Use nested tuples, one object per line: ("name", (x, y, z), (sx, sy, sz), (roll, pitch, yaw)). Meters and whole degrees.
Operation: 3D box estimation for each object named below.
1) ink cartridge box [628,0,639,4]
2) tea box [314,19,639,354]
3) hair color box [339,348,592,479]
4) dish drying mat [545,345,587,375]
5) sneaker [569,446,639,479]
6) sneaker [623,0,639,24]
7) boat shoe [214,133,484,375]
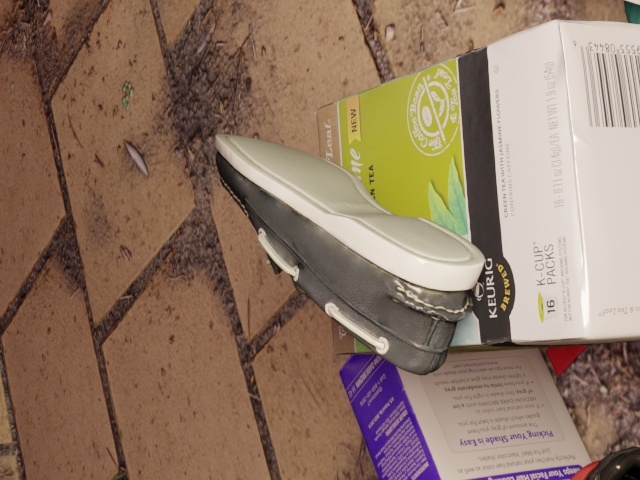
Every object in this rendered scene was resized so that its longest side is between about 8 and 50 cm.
("ink cartridge box", (0.281, -0.242, 1.120), (0.046, 0.207, 0.097), (-53, -20, -64))
("tea box", (0.217, -0.027, 1.085), (0.323, 0.329, 0.220), (-13, 80, 58))
("hair color box", (0.166, 0.238, 1.316), (0.110, 0.185, 0.339), (-57, 44, 43))
("dish drying mat", (0.250, 0.098, 1.343), (0.083, 0.008, 0.032), (-58, 43, 43))
("sneaker", (0.297, 0.296, 1.161), (0.135, 0.097, 0.276), (100, 154, -57))
("sneaker", (0.277, -0.320, 1.177), (0.108, 0.121, 0.302), (7, 97, 59))
("boat shoe", (0.000, 0.000, 1.020), (0.302, 0.114, 0.091), (38, 118, 53))
